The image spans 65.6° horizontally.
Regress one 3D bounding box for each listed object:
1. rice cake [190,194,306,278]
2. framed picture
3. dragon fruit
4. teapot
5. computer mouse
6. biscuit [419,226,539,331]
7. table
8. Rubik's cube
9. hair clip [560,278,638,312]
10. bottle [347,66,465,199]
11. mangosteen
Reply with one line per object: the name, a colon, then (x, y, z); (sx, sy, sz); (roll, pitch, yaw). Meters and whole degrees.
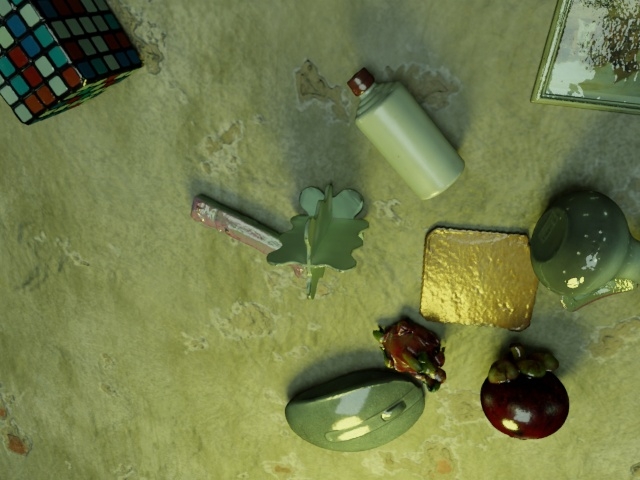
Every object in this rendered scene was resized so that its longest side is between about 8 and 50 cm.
rice cake: (-0.151, -0.005, 1.072); (0.290, 0.051, 0.081); (28, 122, -2)
framed picture: (0.487, -0.296, 0.756); (0.274, 0.017, 0.217); (8, 121, 10)
dragon fruit: (0.211, 0.248, 1.096); (0.142, 0.175, 0.138); (-22, 126, -8)
teapot: (0.503, 0.024, 0.855); (0.250, 0.183, 0.184); (16, 123, -8)
computer mouse: (0.075, 0.434, 1.225); (0.373, 0.114, 0.203); (-23, 110, 24)
biscuit: (0.324, 0.083, 1.018); (0.232, 0.013, 0.237); (5, 121, 13)
table: (0.000, 0.000, 0.947); (0.166, 0.198, 0.167); (7, 120, 12)
Rubik's cube: (-0.474, -0.342, 0.889); (0.182, 0.184, 0.187); (-20, 113, 24)
hair clip: (0.536, 0.096, 0.962); (0.137, 0.022, 0.054); (-29, 108, 24)
bottle: (0.138, -0.191, 0.859); (0.104, 0.104, 0.245); (-36, 105, 29)
mangosteen: (0.426, 0.314, 1.041); (0.199, 0.200, 0.200); (7, 120, 11)
